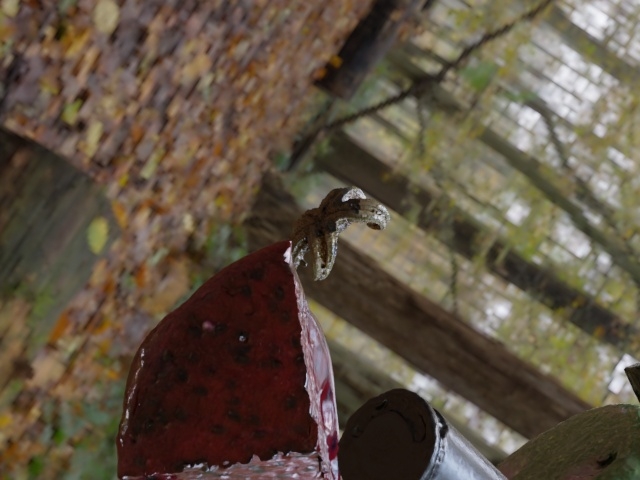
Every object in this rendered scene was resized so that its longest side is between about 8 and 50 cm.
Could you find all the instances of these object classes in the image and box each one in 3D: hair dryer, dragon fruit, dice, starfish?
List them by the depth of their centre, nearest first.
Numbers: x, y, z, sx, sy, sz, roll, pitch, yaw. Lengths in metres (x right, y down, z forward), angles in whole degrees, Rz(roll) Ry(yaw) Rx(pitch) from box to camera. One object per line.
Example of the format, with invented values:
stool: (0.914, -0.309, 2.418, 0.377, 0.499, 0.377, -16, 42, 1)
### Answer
hair dryer: (0.068, 0.266, 0.990, 0.089, 0.197, 0.251, 1, -122, 40)
dragon fruit: (-0.057, 0.223, 1.428, 0.302, 0.330, 0.240, -38, -138, -8)
starfish: (0.000, 0.002, 1.730, 0.190, 0.074, 0.146, -43, -157, -9)
dice: (0.402, 0.440, 1.846, 0.318, 0.322, 0.330, -32, -174, 13)

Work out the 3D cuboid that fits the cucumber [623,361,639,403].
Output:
cucumber: (0.419, 0.195, 1.601, 0.062, 0.115, 0.116, -22, 178, -21)
